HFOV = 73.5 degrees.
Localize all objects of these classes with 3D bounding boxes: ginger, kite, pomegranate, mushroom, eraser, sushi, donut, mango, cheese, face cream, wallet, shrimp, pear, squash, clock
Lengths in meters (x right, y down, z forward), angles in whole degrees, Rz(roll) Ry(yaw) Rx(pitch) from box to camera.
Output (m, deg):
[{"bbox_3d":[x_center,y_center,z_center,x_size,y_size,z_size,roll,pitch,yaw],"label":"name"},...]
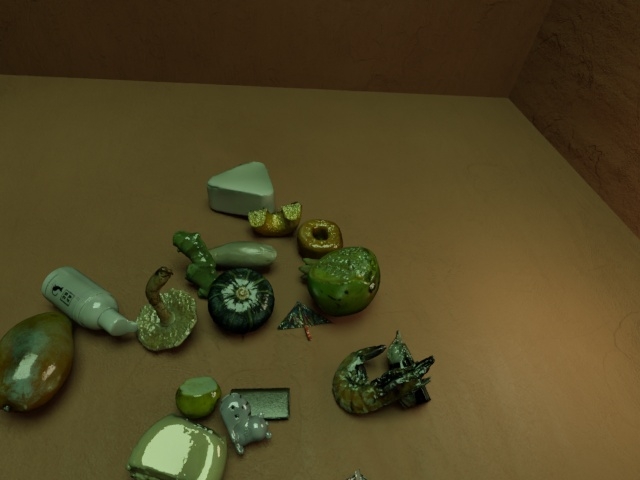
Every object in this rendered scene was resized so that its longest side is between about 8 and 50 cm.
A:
[{"bbox_3d":[-0.488,0.091,1.692,0.137,0.290,0.089,-17,6,23],"label":"ginger"},{"bbox_3d":[-0.060,0.311,1.684,0.232,0.009,0.189,-6,47,-16],"label":"kite"},{"bbox_3d":[0.073,0.173,1.723,0.358,0.216,0.310,6,35,42],"label":"pomegranate"},{"bbox_3d":[-0.358,0.068,1.796,0.350,0.128,0.128,-5,46,-6],"label":"mushroom"},{"bbox_3d":[-0.389,-0.238,2.067,0.331,0.150,0.331,3,39,-3],"label":"eraser"},{"bbox_3d":[0.284,0.461,1.528,0.109,0.134,0.273,-26,59,8],"label":"sushi"},{"bbox_3d":[-0.002,0.001,1.933,0.226,0.114,0.227,4,46,-4],"label":"donut"},{"bbox_3d":[-0.902,0.365,1.363,0.221,0.199,0.384,-2,33,-6],"label":"mango"},{"bbox_3d":[-0.402,0.632,1.226,0.266,0.127,0.233,17,48,11],"label":"cheese"},{"bbox_3d":[-0.810,0.231,1.518,0.369,0.145,0.145,25,46,23],"label":"face cream"},{"bbox_3d":[-0.199,0.541,1.416,0.198,0.031,0.110,2,46,-9],"label":"wallet"},{"bbox_3d":[0.205,0.446,1.466,0.365,0.071,0.233,-29,44,5],"label":"shrimp"},{"bbox_3d":[-0.569,0.222,1.502,0.233,0.302,0.208,-22,23,-10],"label":"mushroom"},{"bbox_3d":[-0.388,0.508,1.365,0.141,0.104,0.141,6,11,-1],"label":"pear"},{"bbox_3d":[-0.296,0.226,1.610,0.252,0.165,0.252,8,59,-13],"label":"squash"},{"bbox_3d":[-0.191,-0.085,1.966,0.259,0.152,0.101,-13,59,8],"label":"donut"},{"bbox_3d":[-0.234,0.551,1.328,0.117,0.080,0.176,-25,76,-16],"label":"clock"}]

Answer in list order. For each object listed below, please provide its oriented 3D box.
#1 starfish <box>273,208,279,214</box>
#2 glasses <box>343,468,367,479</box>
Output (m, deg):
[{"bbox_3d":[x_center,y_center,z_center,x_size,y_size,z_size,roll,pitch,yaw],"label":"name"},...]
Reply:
[{"bbox_3d":[-0.218,-0.126,2.092,0.092,0.016,0.086,0,47,-14],"label":"starfish"},{"bbox_3d":[0.123,0.773,1.198,0.162,0.095,0.255,-36,58,-27],"label":"glasses"}]
